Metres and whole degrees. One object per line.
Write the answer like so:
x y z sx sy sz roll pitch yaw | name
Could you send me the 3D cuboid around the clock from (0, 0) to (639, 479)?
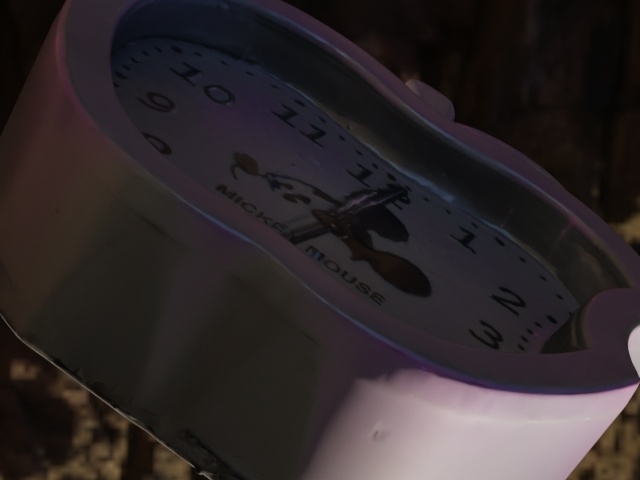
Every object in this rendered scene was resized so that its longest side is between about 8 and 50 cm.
0.000 0.000 0.886 0.102 0.338 0.338 -58 -159 24 | clock
